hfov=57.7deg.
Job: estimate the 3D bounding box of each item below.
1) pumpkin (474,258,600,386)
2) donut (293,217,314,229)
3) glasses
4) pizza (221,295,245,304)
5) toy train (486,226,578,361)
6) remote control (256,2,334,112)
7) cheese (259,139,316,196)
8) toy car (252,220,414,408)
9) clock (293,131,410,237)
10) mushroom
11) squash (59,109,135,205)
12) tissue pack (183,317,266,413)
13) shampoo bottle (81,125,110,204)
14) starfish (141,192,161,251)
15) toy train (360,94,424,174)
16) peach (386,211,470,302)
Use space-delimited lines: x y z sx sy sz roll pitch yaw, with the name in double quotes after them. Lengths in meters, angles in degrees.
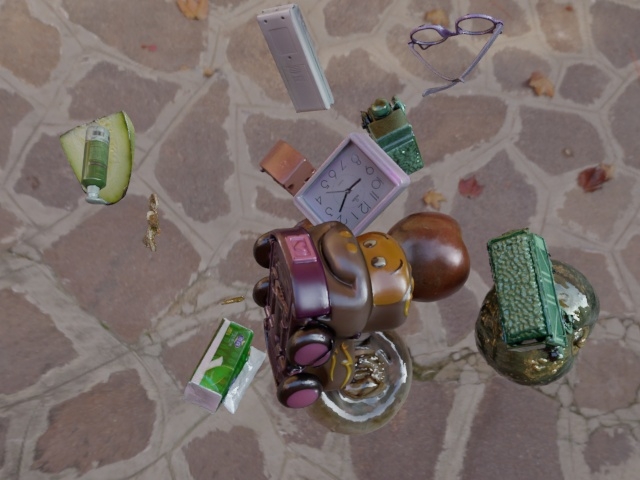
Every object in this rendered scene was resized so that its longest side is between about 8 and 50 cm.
0.557 0.211 1.520 0.257 0.291 0.328 27 60 40 "pumpkin"
-0.007 -0.002 1.721 0.187 0.144 0.126 -2 37 -35 "donut"
0.179 -0.242 0.795 0.063 0.140 0.103 13 78 -52 "glasses"
-0.230 0.159 1.534 0.083 0.037 0.016 -9 87 -51 "pizza"
0.428 0.112 1.183 0.154 0.115 0.269 14 63 -41 "toy train"
-0.059 -0.460 1.487 0.103 0.277 0.055 3 45 32 "remote control"
-0.094 -0.217 1.878 0.203 0.177 0.128 43 92 -10 "cheese"
0.018 0.121 1.028 0.240 0.340 0.271 -5 44 -17 "toy car"
0.058 -0.100 1.156 0.150 0.063 0.197 48 112 9 "clock"
0.101 0.387 1.695 0.362 0.294 0.362 2 82 -13 "mushroom"
-0.635 -0.233 1.716 0.237 0.204 0.155 -15 49 18 "squash"
-0.253 0.350 1.578 0.156 0.148 0.209 25 51 2 "tissue pack"
-0.565 -0.186 1.464 0.065 0.065 0.204 1 67 -12 "shampoo bottle"
-0.445 -0.044 1.516 0.053 0.210 0.150 -4 83 -15 "starfish"
0.255 -0.355 2.020 0.167 0.299 0.238 -27 57 7 "toy train"
0.286 0.045 1.609 0.253 0.252 0.252 3 75 -12 "peach"
